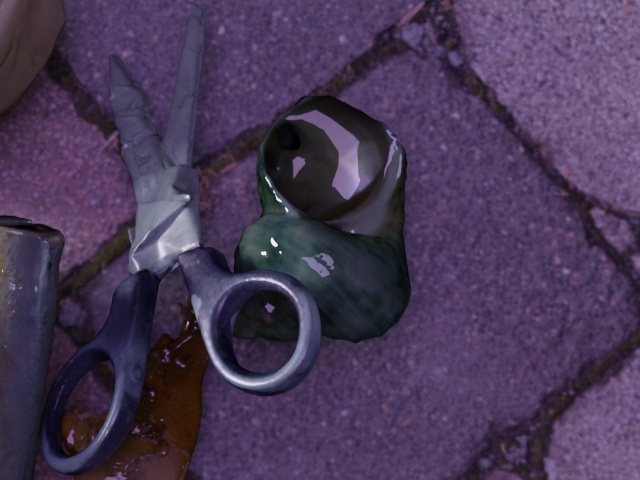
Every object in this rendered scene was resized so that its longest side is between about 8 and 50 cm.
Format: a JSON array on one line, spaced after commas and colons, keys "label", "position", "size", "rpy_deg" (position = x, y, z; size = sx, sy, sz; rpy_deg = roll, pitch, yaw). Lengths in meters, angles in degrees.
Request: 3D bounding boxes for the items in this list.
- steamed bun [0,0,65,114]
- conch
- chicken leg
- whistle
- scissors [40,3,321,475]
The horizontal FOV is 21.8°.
[{"label": "steamed bun", "position": [-0.356, -0.171, 1.283], "size": [0.289, 0.203, 0.276], "rpy_deg": [27, 91, -17]}, {"label": "conch", "position": [0.000, -0.001, 1.301], "size": [0.176, 0.122, 0.188], "rpy_deg": [48, 44, -18]}, {"label": "chicken leg", "position": [-0.139, 0.132, 1.317], "size": [0.101, 0.085, 0.207], "rpy_deg": [17, 69, 17]}, {"label": "whistle", "position": [-0.239, 0.142, 1.249], "size": [0.057, 0.068, 0.326], "rpy_deg": [0, 106, -31]}, {"label": "scissors", "position": [-0.117, -0.021, 1.293], "size": [0.256, 0.029, 0.383], "rpy_deg": [-23, 53, 27]}]
